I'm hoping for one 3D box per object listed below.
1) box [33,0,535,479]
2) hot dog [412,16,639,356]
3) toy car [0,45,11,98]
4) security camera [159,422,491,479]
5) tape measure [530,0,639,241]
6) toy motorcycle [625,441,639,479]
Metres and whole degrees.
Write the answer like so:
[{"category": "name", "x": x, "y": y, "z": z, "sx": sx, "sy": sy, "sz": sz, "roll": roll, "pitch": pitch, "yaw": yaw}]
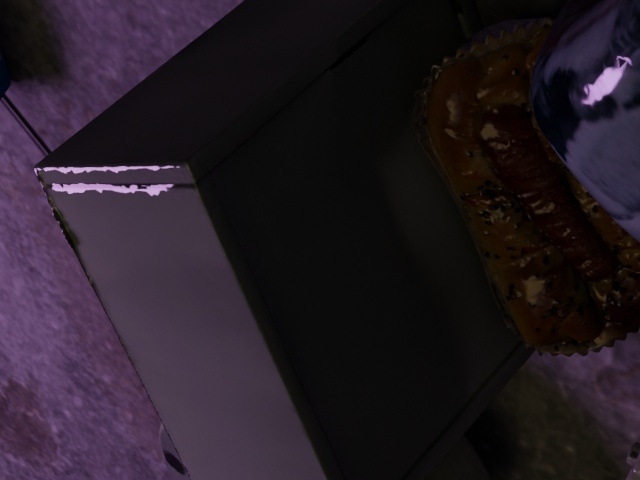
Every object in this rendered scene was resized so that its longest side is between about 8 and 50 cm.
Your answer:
[{"category": "box", "x": 0.000, "y": 0.000, "z": 0.989, "sx": 0.117, "sy": 0.225, "sz": 0.225, "roll": 1, "pitch": 123, "yaw": 42}, {"category": "hot dog", "x": 0.120, "y": -0.027, "z": 0.970, "sx": 0.108, "sy": 0.059, "sz": 0.191, "roll": -24, "pitch": 118, "yaw": 5}, {"category": "toy car", "x": -0.290, "y": -0.130, "z": 1.251, "sx": 0.191, "sy": 0.100, "sz": 0.097, "roll": 2, "pitch": 126, "yaw": 17}, {"category": "security camera", "x": -0.004, "y": 0.149, "z": 1.248, "sx": 0.157, "sy": 0.080, "sz": 0.301, "roll": 51, "pitch": 151, "yaw": -9}, {"category": "tape measure", "x": 0.206, "y": -0.096, "z": 0.691, "sx": 0.147, "sy": 0.256, "sz": 0.275, "roll": 45, "pitch": 164, "yaw": -3}, {"category": "toy motorcycle", "x": 0.193, "y": 0.101, "z": 0.950, "sx": 0.102, "sy": 0.221, "sz": 0.150, "roll": 24, "pitch": -179, "yaw": 22}]
